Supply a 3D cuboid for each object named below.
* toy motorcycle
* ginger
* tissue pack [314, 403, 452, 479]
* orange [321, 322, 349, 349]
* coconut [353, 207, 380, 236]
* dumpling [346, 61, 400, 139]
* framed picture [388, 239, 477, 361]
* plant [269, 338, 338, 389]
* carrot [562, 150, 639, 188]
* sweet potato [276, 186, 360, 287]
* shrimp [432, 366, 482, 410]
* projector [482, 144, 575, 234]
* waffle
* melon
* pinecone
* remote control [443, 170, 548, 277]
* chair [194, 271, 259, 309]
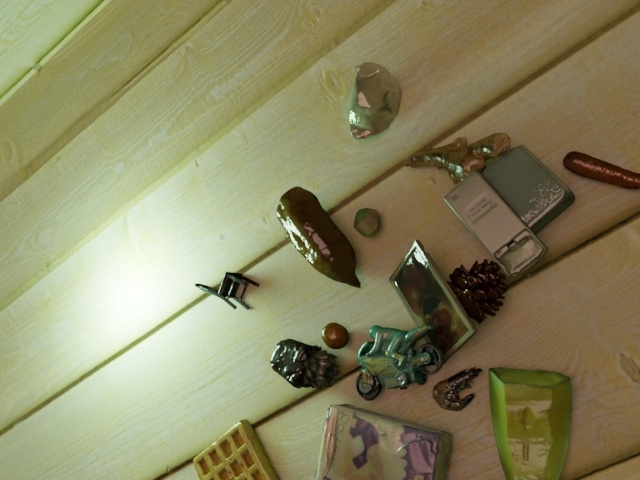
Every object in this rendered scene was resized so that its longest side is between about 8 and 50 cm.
[{"bbox_3d":[0.207,0.321,1.626,0.296,0.109,0.198,-27,66,35],"label":"toy motorcycle"},{"bbox_3d":[0.380,-0.230,1.643,0.334,0.081,0.147,12,96,50],"label":"ginger"},{"bbox_3d":[0.163,0.595,1.574,0.344,0.125,0.242,7,83,32],"label":"tissue pack"},{"bbox_3d":[0.044,0.283,1.738,0.085,0.085,0.085,-7,76,28],"label":"orange"},{"bbox_3d":[0.140,-0.060,1.763,0.081,0.082,0.083,46,115,-5],"label":"coconut"},{"bbox_3d":[0.163,-0.424,1.819,0.167,0.126,0.215,7,72,3],"label":"dumpling"},{"bbox_3d":[0.296,0.168,1.581,0.289,0.020,0.211,62,151,25],"label":"framed picture"},{"bbox_3d":[-0.048,0.371,1.737,0.195,0.132,0.129,15,89,35],"label":"plant"},{"bbox_3d":[0.734,-0.170,1.474,0.248,0.059,0.059,25,91,28],"label":"carrot"},{"bbox_3d":[0.000,0.000,1.784,0.158,0.158,0.369,-45,61,13],"label":"sweet potato"},{"bbox_3d":[0.376,0.396,1.560,0.161,0.034,0.091,-40,75,23],"label":"shrimp"},{"bbox_3d":[0.507,-0.097,1.552,0.250,0.108,0.198,-43,62,12],"label":"projector"},{"bbox_3d":[-0.271,0.718,1.825,0.248,0.055,0.221,-42,63,15],"label":"waffle"},{"bbox_3d":[0.501,0.479,1.418,0.196,0.124,0.323,-1,84,30],"label":"melon"},{"bbox_3d":[0.412,0.125,1.528,0.174,0.173,0.173,-7,76,28],"label":"pinecone"},{"bbox_3d":[0.445,-0.043,1.493,0.123,0.038,0.285,-43,65,15],"label":"remote control"},{"bbox_3d":[-0.322,0.146,1.968,0.213,0.084,0.101,25,95,31],"label":"chair"}]
